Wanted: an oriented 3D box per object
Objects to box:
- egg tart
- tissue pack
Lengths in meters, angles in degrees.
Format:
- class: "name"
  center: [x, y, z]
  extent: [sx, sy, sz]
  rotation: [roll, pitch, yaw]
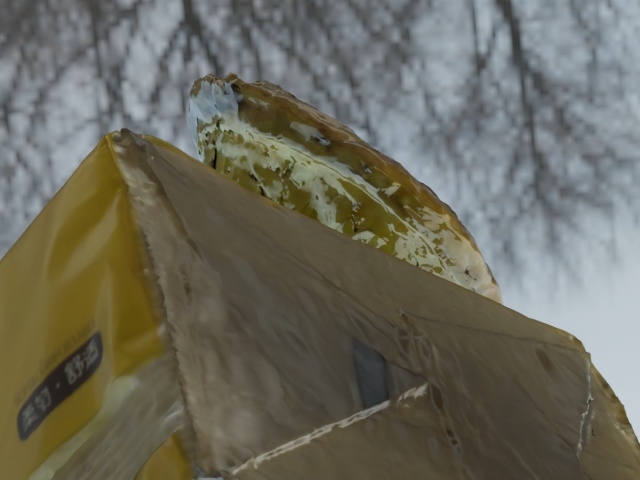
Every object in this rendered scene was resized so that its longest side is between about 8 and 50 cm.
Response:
- class: "egg tart"
  center: [0.000, 0.000, 1.182]
  extent: [0.106, 0.241, 0.241]
  rotation: [-51, -151, -14]
- class: "tissue pack"
  center: [-0.072, 0.180, 0.859]
  extent: [0.293, 0.382, 0.228]
  rotation: [25, -148, -33]
